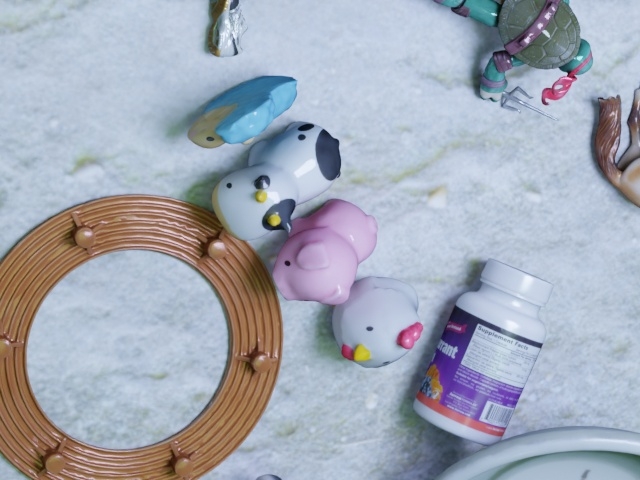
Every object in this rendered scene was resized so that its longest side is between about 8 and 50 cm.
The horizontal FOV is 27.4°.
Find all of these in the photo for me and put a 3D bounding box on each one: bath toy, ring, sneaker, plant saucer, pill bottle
[{"bbox_3d":[0.000,0.000,1.361,0.151,0.129,0.348,-37,113,-10],"label":"bath toy"},{"bbox_3d":[-0.195,0.118,1.366,0.336,0.032,0.336,-4,103,-20],"label":"ring"},{"bbox_3d":[-0.091,-0.228,1.331,0.037,0.032,0.083,0,107,-35],"label":"sneaker"},{"bbox_3d":[0.285,0.323,1.500,0.400,0.100,0.400,1,132,1],"label":"plant saucer"},{"bbox_3d":[0.188,0.123,1.472,0.108,0.108,0.193,22,93,-24],"label":"pill bottle"}]

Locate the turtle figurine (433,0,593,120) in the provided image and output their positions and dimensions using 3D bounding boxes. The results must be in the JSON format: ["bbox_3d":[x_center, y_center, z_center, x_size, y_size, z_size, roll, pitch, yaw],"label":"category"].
[{"bbox_3d":[0.219,-0.239,1.404,0.234,0.118,0.175,38,87,-18],"label":"turtle figurine"}]

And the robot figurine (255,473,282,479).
[{"bbox_3d":[-0.087,0.430,1.385,0.300,0.200,0.353,26,92,-14],"label":"robot figurine"}]

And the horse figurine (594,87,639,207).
[{"bbox_3d":[0.424,-0.080,1.516,0.263,0.066,0.174,21,96,-1],"label":"horse figurine"}]
